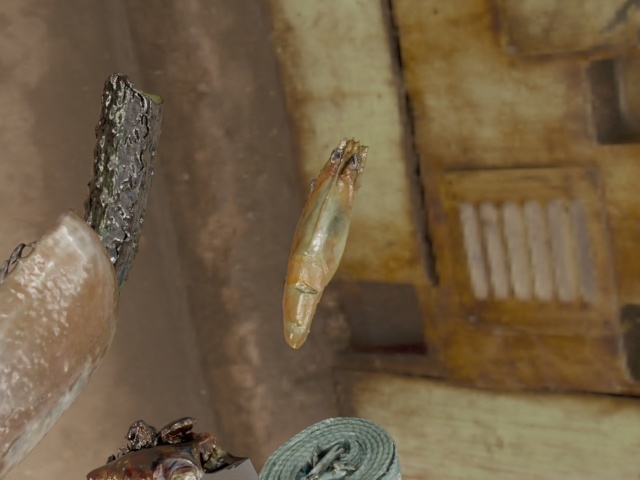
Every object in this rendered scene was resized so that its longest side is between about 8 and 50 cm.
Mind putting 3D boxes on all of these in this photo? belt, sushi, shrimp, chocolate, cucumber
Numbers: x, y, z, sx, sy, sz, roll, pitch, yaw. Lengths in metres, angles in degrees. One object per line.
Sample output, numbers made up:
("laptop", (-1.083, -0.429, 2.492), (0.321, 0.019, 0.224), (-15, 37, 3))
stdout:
("belt", (0.010, 0.261, 1.380), (0.163, 0.148, 0.082), (-62, 148, -52))
("sushi", (-0.261, 0.407, 2.133), (0.215, 0.227, 0.212), (-40, 118, -31))
("shrimp", (-0.002, 0.000, 1.241), (0.051, 0.115, 0.217), (16, 80, -5))
("chocolate", (-0.219, 0.108, 0.882), (0.083, 0.161, 0.261), (33, 62, 5))
("cucumber", (-0.233, -0.033, 1.436), (0.081, 0.072, 0.303), (25, 72, -62))
